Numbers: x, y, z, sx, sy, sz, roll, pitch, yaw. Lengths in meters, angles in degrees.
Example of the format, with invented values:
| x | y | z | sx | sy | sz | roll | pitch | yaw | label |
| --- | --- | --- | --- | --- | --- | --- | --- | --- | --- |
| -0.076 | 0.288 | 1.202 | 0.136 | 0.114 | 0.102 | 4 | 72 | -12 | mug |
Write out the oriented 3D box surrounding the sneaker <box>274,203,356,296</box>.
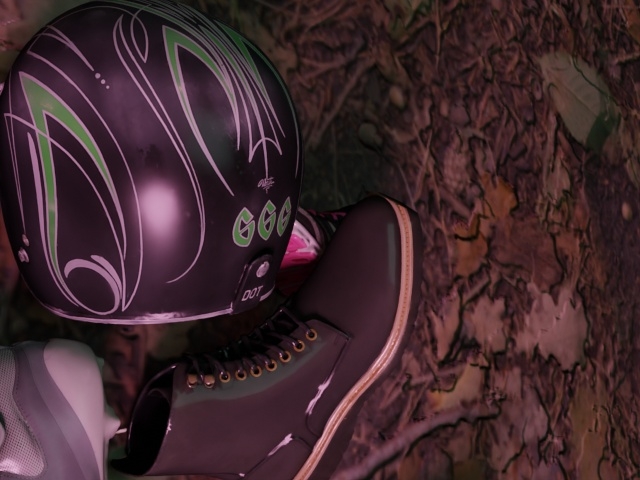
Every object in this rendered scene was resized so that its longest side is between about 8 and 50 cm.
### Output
| x | y | z | sx | sy | sz | roll | pitch | yaw | label |
| --- | --- | --- | --- | --- | --- | --- | --- | --- | --- |
| 0.000 | 0.000 | 0.724 | 0.170 | 0.063 | 0.075 | 39 | 53 | -40 | sneaker |

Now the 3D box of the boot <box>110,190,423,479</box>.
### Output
| x | y | z | sx | sy | sz | roll | pitch | yaw | label |
| --- | --- | --- | --- | --- | --- | --- | --- | --- | --- |
| -0.027 | 0.059 | 0.620 | 0.137 | 0.077 | 0.198 | 13 | 100 | -40 | boot |

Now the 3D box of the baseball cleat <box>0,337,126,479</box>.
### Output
| x | y | z | sx | sy | sz | roll | pitch | yaw | label |
| --- | --- | --- | --- | --- | --- | --- | --- | --- | --- |
| -0.147 | 0.153 | 0.530 | 0.109 | 0.072 | 0.206 | -1 | 75 | -33 | baseball cleat |

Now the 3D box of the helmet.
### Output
| x | y | z | sx | sy | sz | roll | pitch | yaw | label |
| --- | --- | --- | --- | --- | --- | --- | --- | --- | --- |
| -0.091 | -0.049 | 0.576 | 0.169 | 0.169 | 0.162 | -17 | 109 | -48 | helmet |
